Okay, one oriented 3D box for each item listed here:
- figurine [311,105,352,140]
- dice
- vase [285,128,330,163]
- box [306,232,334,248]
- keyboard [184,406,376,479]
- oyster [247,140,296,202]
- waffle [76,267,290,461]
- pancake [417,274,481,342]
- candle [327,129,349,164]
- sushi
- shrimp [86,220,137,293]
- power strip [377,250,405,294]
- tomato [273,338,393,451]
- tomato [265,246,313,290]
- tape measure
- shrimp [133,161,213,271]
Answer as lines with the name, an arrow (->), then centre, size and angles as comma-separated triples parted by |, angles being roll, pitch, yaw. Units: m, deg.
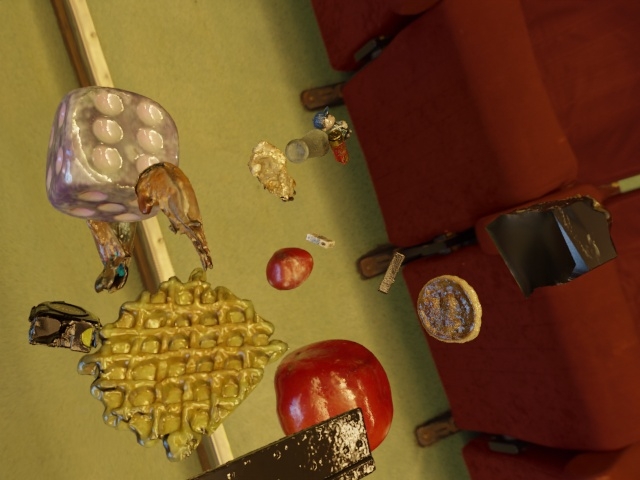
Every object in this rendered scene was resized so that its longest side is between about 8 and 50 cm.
figurine -> 0.037, -0.392, 1.861 | 0.136, 0.079, 0.077 | 37, 54, -22
dice -> -0.530, -0.209, 1.381 | 0.270, 0.271, 0.271 | 7, 70, -36
vase -> -0.043, -0.297, 1.737 | 0.096, 0.219, 0.096 | 5, 107, 16
box -> 0.000, 0.000, 1.828 | 0.054, 0.083, 0.024 | -12, 122, -60
keyboard -> -0.051, 0.304, 0.682 | 0.309, 0.018, 0.101 | -9, 83, -39
oyster -> -0.112, -0.164, 1.306 | 0.163, 0.081, 0.191 | 58, 24, -5
waffle -> -0.175, 0.143, 0.676 | 0.204, 0.054, 0.223 | 36, 59, 17
pancake -> 0.271, 0.147, 1.153 | 0.028, 0.158, 0.158 | -10, 85, -43
candle -> 0.062, -0.299, 1.786 | 0.052, 0.052, 0.131 | -45, 140, -20
sushi -> 0.581, -0.015, 1.331 | 0.212, 0.227, 0.216 | -22, 76, -24
shrimp -> -0.661, -0.052, 1.699 | 0.221, 0.109, 0.446 | 27, 47, -58
power strip -> 0.178, 0.082, 1.362 | 0.029, 0.038, 0.111 | 26, 93, 10
tomato -> 0.035, 0.419, 1.446 | 0.289, 0.325, 0.293 | -17, 87, 22
tomato -> -0.101, 0.070, 1.687 | 0.159, 0.139, 0.091 | -43, 138, -24
tape measure -> -0.725, 0.245, 1.547 | 0.198, 0.186, 0.112 | 20, 92, -26
shrimp -> -0.295, -0.039, 1.111 | 0.117, 0.066, 0.262 | -26, 73, 8
